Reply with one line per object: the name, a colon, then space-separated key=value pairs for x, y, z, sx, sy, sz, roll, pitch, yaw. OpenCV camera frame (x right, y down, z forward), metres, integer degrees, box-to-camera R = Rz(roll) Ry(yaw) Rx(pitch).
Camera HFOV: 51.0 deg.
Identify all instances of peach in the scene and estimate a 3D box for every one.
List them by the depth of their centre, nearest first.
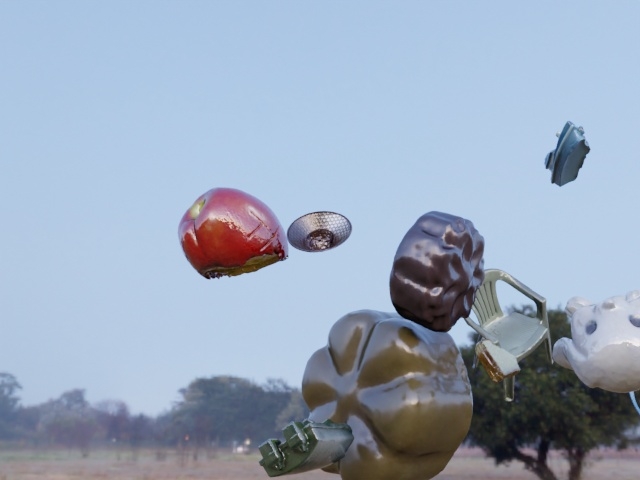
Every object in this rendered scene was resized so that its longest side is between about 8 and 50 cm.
peach: x=-0.169 y=0.004 z=1.356 sx=0.190 sy=0.196 sz=0.226 roll=-46 pitch=-63 yaw=7

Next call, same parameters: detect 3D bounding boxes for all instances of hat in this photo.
hat: x=0.000 y=0.000 z=1.962 sx=0.193 sy=0.193 sz=0.082 roll=-2 pitch=-51 yaw=7

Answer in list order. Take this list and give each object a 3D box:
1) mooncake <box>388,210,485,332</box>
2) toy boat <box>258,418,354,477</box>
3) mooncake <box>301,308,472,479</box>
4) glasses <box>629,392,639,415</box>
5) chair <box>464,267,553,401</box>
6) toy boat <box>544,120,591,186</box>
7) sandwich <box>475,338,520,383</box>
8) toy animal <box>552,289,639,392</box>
mooncake: x=0.285 y=0.075 z=1.575 sx=0.141 sy=0.283 sz=0.283 roll=17 pitch=-10 yaw=35
toy boat: x=-0.011 y=0.439 z=1.444 sx=0.141 sy=0.092 sz=0.319 roll=-39 pitch=-27 yaw=11
mooncake: x=0.152 y=0.405 z=1.737 sx=0.262 sy=0.467 sz=0.467 roll=12 pitch=-24 yaw=-39
glasses: x=0.972 y=0.456 z=1.916 sx=0.088 sy=0.220 sz=0.189 roll=-5 pitch=-51 yaw=1
chair: x=0.472 y=0.233 z=1.738 sx=0.190 sy=0.203 sz=0.274 roll=32 pitch=-35 yaw=44
toy boat: x=0.723 y=-0.264 z=1.982 sx=0.109 sy=0.098 sz=0.238 roll=-27 pitch=-31 yaw=-9
sandwich: x=0.409 y=0.274 z=1.556 sx=0.093 sy=0.105 sz=0.035 roll=-9 pitch=-33 yaw=-46
toy animal: x=0.534 y=0.182 z=1.211 sx=0.289 sy=0.174 sz=0.249 roll=-11 pitch=-6 yaw=-38
